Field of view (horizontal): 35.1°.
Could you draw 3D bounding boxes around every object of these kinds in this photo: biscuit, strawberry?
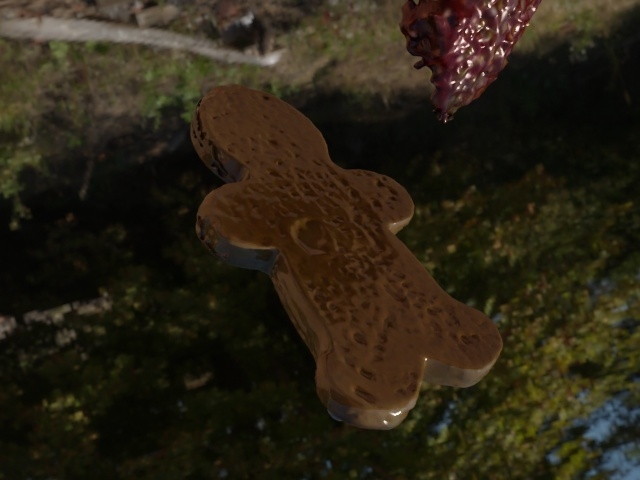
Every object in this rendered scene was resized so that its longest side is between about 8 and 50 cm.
[{"bbox_3d":[0.000,0.000,0.827,0.216,0.340,0.047,-13,146,-44],"label":"biscuit"},{"bbox_3d":[0.151,-0.249,0.813,0.137,0.306,0.233,-4,-179,23],"label":"strawberry"}]
